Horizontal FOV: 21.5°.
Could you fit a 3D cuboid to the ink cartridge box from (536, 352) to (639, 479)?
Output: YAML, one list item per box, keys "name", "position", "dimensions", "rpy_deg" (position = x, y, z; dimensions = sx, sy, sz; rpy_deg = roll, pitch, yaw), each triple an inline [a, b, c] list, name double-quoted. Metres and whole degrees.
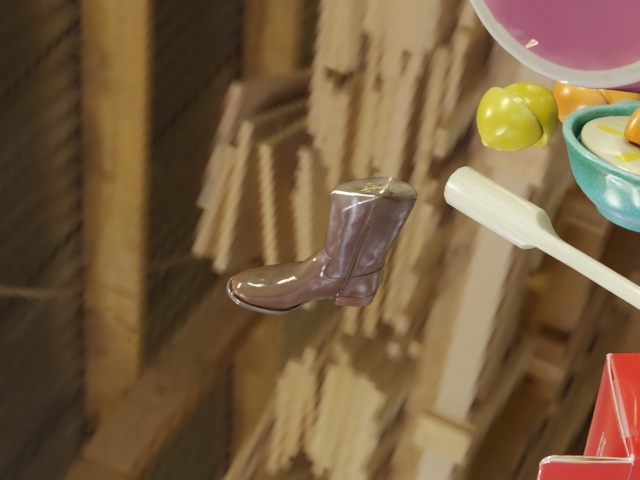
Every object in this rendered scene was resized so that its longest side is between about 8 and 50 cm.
- name: "ink cartridge box"
  position: [0.231, 0.131, 0.985]
  dimensions: [0.134, 0.231, 0.078]
  rpy_deg: [92, 175, -49]

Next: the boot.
- name: "boot"
  position: [0.000, 0.000, 1.071]
  dimensions: [0.114, 0.106, 0.037]
  rpy_deg: [109, 152, -51]

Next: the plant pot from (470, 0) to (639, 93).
- name: "plant pot"
  position: [0.159, -0.144, 0.728]
  dimensions: [0.180, 0.201, 0.201]
  rpy_deg: [-21, -46, -49]

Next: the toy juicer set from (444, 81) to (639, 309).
- name: "toy juicer set"
  position: [0.198, -0.069, 1.171]
  dimensions: [0.329, 0.209, 0.089]
  rpy_deg: [-37, -37, -55]
